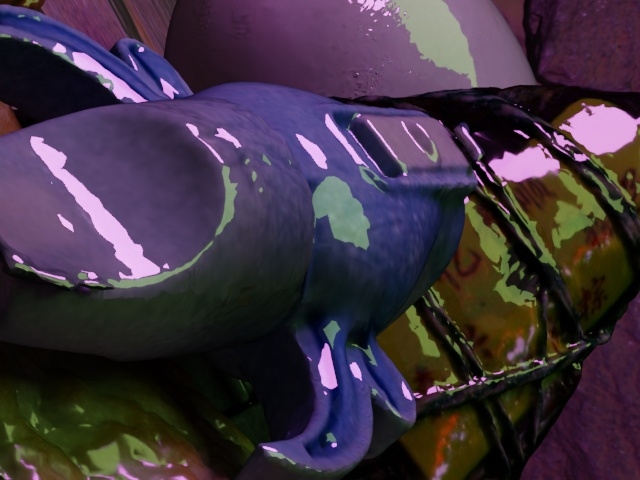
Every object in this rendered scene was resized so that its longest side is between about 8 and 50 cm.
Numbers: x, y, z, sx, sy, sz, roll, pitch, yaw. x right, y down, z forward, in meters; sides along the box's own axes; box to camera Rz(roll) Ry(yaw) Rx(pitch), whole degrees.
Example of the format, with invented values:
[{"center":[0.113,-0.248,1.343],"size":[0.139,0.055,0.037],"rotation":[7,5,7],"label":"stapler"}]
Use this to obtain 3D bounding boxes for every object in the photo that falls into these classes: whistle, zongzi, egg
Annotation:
[{"center":[-0.029,-0.001,0.621],"size":[0.180,0.093,0.269],"rotation":[54,27,18],"label":"whistle"},{"center":[0.000,0.000,1.085],"size":[0.362,0.319,0.383],"rotation":[50,44,-18],"label":"zongzi"},{"center":[0.029,-0.084,1.515],"size":[0.389,0.276,0.276],"rotation":[60,4,-42],"label":"egg"}]

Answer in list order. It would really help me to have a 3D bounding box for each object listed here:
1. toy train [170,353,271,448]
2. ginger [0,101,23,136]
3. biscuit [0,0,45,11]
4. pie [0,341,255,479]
[{"center":[-0.074,0.036,0.718],"size":[0.170,0.111,0.071],"rotation":[61,0,-17],"label":"toy train"},{"center":[-0.136,-0.030,0.839],"size":[0.057,0.044,0.137],"rotation":[38,-18,52],"label":"ginger"},{"center":[-0.132,-0.176,0.583],"size":[0.049,0.273,0.257],"rotation":[13,-38,39],"label":"biscuit"},{"center":[-0.045,0.114,0.601],"size":[0.248,0.090,0.201],"rotation":[53,12,16],"label":"pie"}]
